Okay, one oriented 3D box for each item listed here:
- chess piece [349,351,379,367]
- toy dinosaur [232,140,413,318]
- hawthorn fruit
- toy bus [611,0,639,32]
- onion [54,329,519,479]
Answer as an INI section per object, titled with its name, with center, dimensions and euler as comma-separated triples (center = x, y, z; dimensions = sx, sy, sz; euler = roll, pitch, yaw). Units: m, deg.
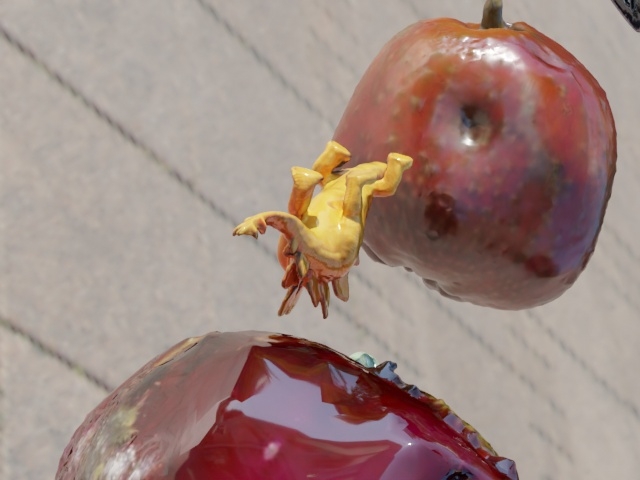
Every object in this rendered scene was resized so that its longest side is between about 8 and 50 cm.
[chess piece]
center = 0.001, 0.099, 1.432
dimensions = 0.093, 0.042, 0.042
euler = 22, 43, -30
[toy dinosaur]
center = 0.000, 0.000, 1.288
dimensions = 0.288, 0.070, 0.117
euler = -37, 141, -64
[hawthorn fruit]
center = 0.141, -0.082, 1.619
dimensions = 0.275, 0.275, 0.300
euler = -27, 126, -68
[toy bus]
center = 0.298, -0.262, 1.405
dimensions = 0.108, 0.199, 0.096
euler = -1, 40, -22
[onion]
center = -0.041, 0.291, 1.136
dimensions = 0.420, 0.398, 0.398
euler = -54, 126, -16
